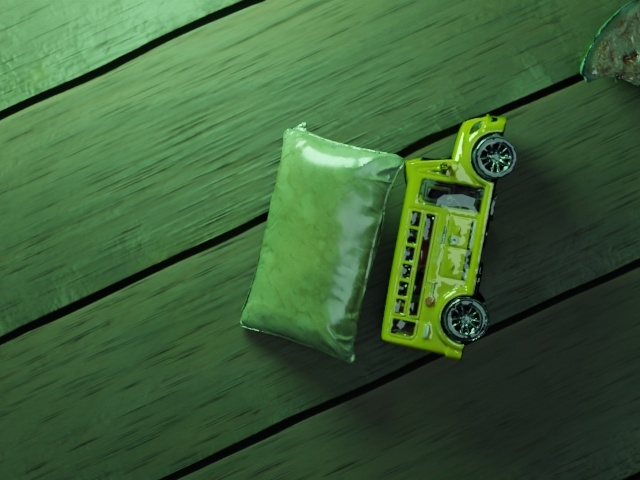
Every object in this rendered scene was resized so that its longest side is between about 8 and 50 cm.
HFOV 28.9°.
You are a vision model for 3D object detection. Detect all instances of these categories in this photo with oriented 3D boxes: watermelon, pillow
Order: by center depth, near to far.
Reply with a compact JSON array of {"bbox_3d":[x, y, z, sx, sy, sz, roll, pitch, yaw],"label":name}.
[{"bbox_3d":[0.000,0.000,1.709,0.185,0.075,0.302,17,98,24],"label":"pillow"},{"bbox_3d":[0.441,-0.262,1.736,0.187,0.071,0.139,-41,102,-7],"label":"watermelon"}]

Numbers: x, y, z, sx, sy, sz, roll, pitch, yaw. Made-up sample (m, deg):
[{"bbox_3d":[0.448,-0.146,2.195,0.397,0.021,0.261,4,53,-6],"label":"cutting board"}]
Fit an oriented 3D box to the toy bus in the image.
[{"bbox_3d":[0.175,-0.013,1.700,0.151,0.145,0.331,10,96,7],"label":"toy bus"}]
